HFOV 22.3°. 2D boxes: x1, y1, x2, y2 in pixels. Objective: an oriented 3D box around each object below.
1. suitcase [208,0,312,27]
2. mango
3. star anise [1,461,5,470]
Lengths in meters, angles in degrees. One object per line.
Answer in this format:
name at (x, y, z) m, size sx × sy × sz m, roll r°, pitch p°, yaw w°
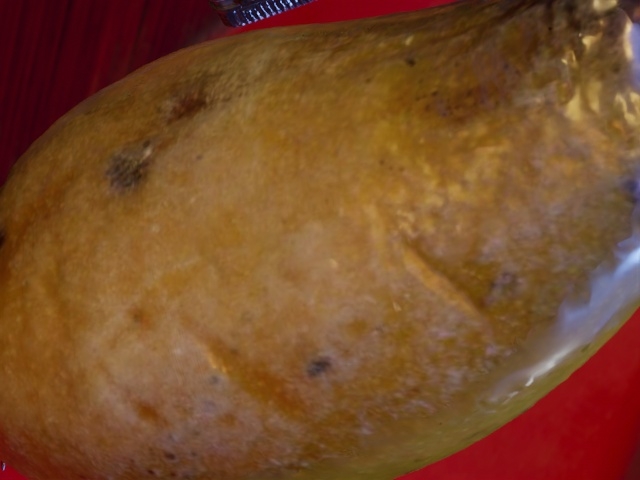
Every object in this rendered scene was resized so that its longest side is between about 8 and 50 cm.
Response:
suitcase at (-0.036, -0.192, 0.988) m, size 0.086 × 0.059 × 0.126 m, roll -18°, pitch 51°, yaw 11°
mango at (0.002, 0.006, 0.647) m, size 0.330 × 0.176 × 0.175 m, roll -14°, pitch 36°, yaw 18°
star anise at (-0.180, 0.079, 1.052) m, size 0.042 × 0.141 × 0.141 m, roll 45°, pitch 19°, yaw -41°
